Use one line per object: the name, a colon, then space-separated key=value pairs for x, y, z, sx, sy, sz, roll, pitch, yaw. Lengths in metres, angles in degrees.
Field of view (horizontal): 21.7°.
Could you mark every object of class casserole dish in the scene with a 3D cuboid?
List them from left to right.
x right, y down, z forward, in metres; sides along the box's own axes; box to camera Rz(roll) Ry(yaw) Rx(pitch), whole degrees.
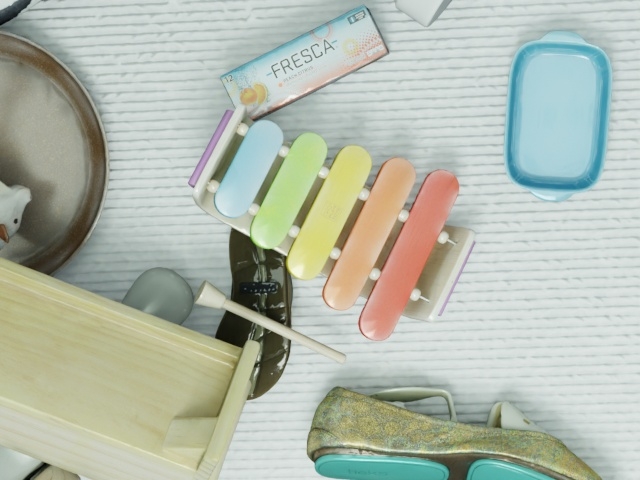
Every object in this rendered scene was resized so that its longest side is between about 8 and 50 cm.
casserole dish: x=0.263 y=-0.138 z=1.855 sx=0.114 sy=0.037 sz=0.188 roll=4 pitch=96 yaw=5

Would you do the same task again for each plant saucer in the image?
plant saucer: x=-0.390 y=-0.088 z=1.915 sx=0.311 sy=0.050 sz=0.310 roll=1 pitch=95 yaw=6

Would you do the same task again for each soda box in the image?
soda box: x=-0.017 y=-0.196 z=1.866 sx=0.183 sy=0.058 sz=0.063 roll=-26 pitch=92 yaw=6

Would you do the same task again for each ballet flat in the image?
ballet flat: x=0.161 y=0.226 z=1.865 sx=0.349 sy=0.123 sz=0.123 roll=9 pitch=95 yaw=3

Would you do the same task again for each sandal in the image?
sandal: x=-0.072 y=0.073 z=1.895 sx=0.090 sy=0.060 sz=0.219 roll=-1 pitch=84 yaw=14

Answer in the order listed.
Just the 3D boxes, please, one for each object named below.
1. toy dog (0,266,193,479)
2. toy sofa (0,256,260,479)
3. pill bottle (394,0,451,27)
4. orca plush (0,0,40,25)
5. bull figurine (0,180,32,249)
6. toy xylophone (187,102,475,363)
toy dog: x=-0.276 y=0.180 z=1.899 sx=0.334 sy=0.161 sz=0.220 roll=-25 pitch=88 yaw=-7
toy sofa: x=-0.260 y=0.142 z=1.764 sx=0.363 sy=0.177 sz=0.150 roll=21 pitch=58 yaw=-3
pill bottle: x=0.018 y=-0.401 z=1.769 sx=0.363 sy=0.210 sz=0.210 roll=37 pitch=97 yaw=2
orca plush: x=-0.332 y=-0.272 z=1.854 sx=0.151 sy=0.102 sz=0.287 roll=21 pitch=65 yaw=10
bull figurine: x=-0.471 y=-0.069 z=1.812 sx=0.310 sy=0.101 sz=0.188 roll=-6 pitch=100 yaw=-14
toy xylophone: x=0.000 y=0.000 z=1.827 sx=0.323 sy=0.081 sz=0.236 roll=20 pitch=83 yaw=-11
